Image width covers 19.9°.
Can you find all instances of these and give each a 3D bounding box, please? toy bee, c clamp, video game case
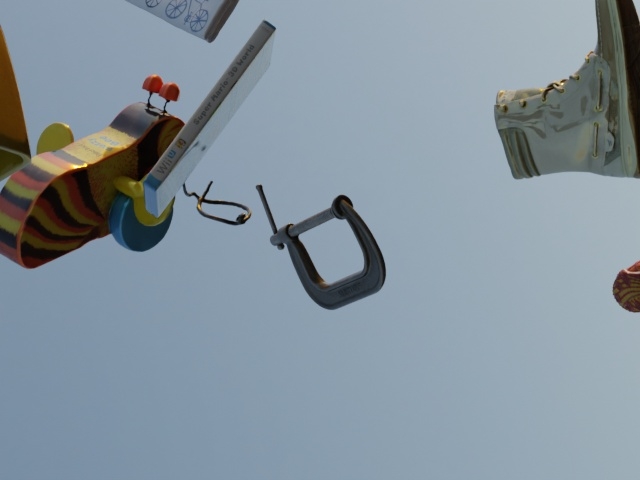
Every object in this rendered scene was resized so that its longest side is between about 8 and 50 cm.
[{"bbox_3d":[-0.198,-0.081,1.809,0.298,0.195,0.162,-36,-44,-60],"label":"toy bee"},{"bbox_3d":[0.000,0.000,1.725,0.022,0.160,0.137,-22,-86,-34],"label":"c clamp"},{"bbox_3d":[-0.092,-0.099,1.511,0.166,0.015,0.119,-55,-2,-11],"label":"video game case"}]

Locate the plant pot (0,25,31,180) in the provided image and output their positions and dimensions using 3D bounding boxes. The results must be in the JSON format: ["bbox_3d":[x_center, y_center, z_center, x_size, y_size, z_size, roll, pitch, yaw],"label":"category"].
[{"bbox_3d":[-0.359,-0.135,1.367,0.212,0.212,0.187,19,-122,-41],"label":"plant pot"}]

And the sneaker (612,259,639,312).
[{"bbox_3d":[0.421,0.037,2.231,0.067,0.175,0.064,-29,-99,-38],"label":"sneaker"}]

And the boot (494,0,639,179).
[{"bbox_3d":[0.267,-0.168,1.969,0.077,0.165,0.213,-33,-62,-59],"label":"boot"}]

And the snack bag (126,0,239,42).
[{"bbox_3d":[-0.132,-0.430,2.299,0.037,0.323,0.342,37,-93,-42],"label":"snack bag"}]
